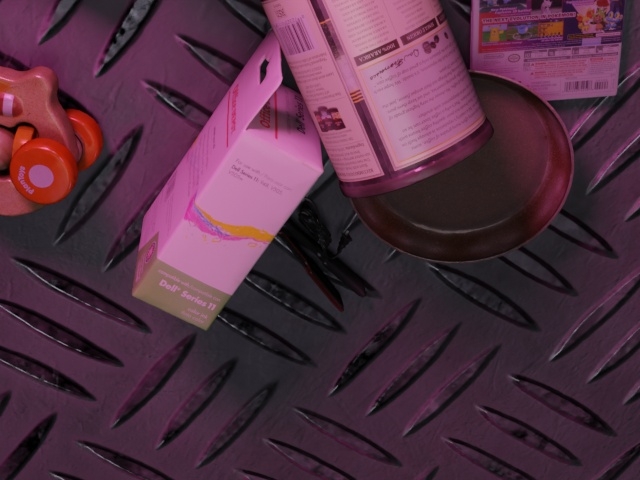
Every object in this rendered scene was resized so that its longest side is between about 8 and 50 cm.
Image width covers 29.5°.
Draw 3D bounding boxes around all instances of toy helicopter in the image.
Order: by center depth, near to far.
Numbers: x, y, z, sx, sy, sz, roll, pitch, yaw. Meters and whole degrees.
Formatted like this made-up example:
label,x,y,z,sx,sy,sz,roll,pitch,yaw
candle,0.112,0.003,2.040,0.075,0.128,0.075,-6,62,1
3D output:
label,x,y,z,sx,sy,sz,roll,pitch,yaw
toy helicopter,-0.450,-0.190,1.542,0.235,0.140,0.355,-16,113,16

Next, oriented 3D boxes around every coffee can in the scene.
label,x,y,z,sx,sy,sz,roll,pitch,yaw
coffee can,0.066,-0.217,1.463,0.201,0.201,0.275,-22,105,9

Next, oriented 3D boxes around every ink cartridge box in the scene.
label,x,y,z,sx,sy,sz,roll,pitch,yaw
ink cartridge box,-0.102,-0.083,1.572,0.119,0.207,0.353,28,116,-18

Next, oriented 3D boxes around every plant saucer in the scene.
label,x,y,z,sx,sy,sz,roll,pitch,yaw
plant saucer,0.188,-0.104,1.663,0.310,0.050,0.311,2,125,3

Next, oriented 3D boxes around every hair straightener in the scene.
label,x,y,z,sx,sy,sz,roll,pitch,yaw
hair straightener,0.000,0.000,1.741,0.089,0.047,0.230,-32,116,14

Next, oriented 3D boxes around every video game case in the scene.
label,x,y,z,sx,sy,sz,roll,pitch,yaw
video game case,0.297,-0.269,1.602,0.201,0.023,0.183,-4,123,-2
